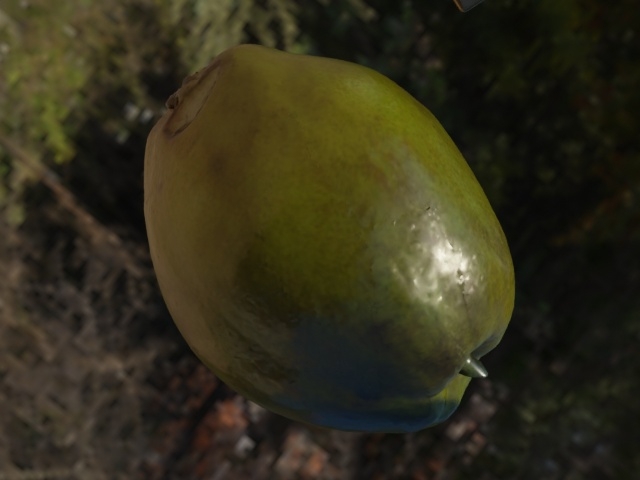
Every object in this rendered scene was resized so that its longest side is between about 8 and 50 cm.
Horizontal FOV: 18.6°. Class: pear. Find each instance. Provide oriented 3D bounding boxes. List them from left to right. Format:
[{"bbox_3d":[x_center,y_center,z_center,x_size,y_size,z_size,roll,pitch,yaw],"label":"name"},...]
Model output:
[{"bbox_3d":[0.000,0.000,1.471,0.269,0.321,0.269,-45,171,-9],"label":"pear"}]

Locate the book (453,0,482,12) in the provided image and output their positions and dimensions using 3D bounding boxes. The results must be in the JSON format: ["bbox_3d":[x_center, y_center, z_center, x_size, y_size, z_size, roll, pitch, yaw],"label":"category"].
[{"bbox_3d":[0.066,-0.202,0.854,0.118,0.172,0.012,-32,-164,4],"label":"book"}]
